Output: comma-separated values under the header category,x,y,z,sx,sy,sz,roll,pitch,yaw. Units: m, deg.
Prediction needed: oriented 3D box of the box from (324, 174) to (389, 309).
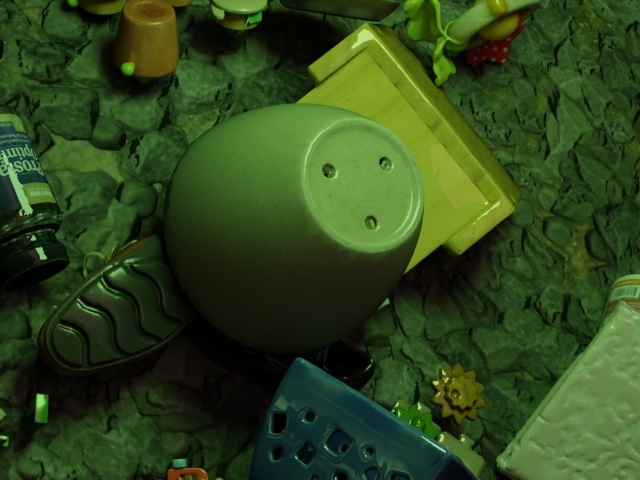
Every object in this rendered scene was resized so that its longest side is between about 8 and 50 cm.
category,x,y,z,sx,sy,sz,roll,pitch,yaw
box,0.000,0.000,1.815,0.101,0.060,0.244,-26,89,3

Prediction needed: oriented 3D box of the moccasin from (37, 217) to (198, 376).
category,x,y,z,sx,sy,sz,roll,pitch,yaw
moccasin,-0.228,0.051,1.705,0.139,0.147,0.380,54,51,-15

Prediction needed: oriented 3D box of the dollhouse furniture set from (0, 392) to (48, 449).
category,x,y,z,sx,sy,sz,roll,pitch,yaw
dollhouse furniture set,-0.413,0.210,1.573,0.152,0.058,0.076,10,64,-24

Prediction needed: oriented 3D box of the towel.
category,x,y,z,sx,sy,sz,roll,pitch,yaw
towel,0.477,0.294,1.891,0.332,0.053,0.317,32,101,-7

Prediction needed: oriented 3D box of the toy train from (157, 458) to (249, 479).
category,x,y,z,sx,sy,sz,roll,pitch,yaw
toy train,-0.143,0.360,1.661,0.125,0.046,0.166,-7,81,-2

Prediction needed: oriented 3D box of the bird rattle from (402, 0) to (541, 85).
category,x,y,z,sx,sy,sz,roll,pitch,yaw
bird rattle,0.267,-0.338,2.072,0.253,0.207,0.143,-9,76,-43

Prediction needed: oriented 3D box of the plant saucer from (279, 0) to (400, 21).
category,x,y,z,sx,sy,sz,roll,pitch,yaw
plant saucer,0.019,-0.353,1.926,0.199,0.198,0.036,5,100,-26

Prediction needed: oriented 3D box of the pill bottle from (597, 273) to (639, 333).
category,x,y,z,sx,sy,sz,roll,pitch,yaw
pill bottle,0.491,0.170,2.027,0.121,0.121,0.216,31,58,-12

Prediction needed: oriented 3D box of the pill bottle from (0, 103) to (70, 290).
category,x,y,z,sx,sy,sz,roll,pitch,yaw
pill bottle,-0.405,-0.053,1.655,0.123,0.123,0.219,-19,78,-33

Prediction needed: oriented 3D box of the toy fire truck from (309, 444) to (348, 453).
category,x,y,z,sx,sy,sz,roll,pitch,yaw
toy fire truck,0.063,0.340,1.772,0.192,0.047,0.135,3,70,-25

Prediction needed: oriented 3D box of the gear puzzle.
category,x,y,z,sx,sy,sz,roll,pitch,yaw
gear puzzle,0.147,0.315,1.763,0.175,0.044,0.339,36,62,-8

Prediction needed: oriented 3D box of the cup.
category,x,y,z,sx,sy,sz,roll,pitch,yaw
cup,-0.002,-0.038,1.626,0.331,0.237,0.331,7,74,-26

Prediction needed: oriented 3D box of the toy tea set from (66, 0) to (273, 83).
category,x,y,z,sx,sy,sz,roll,pitch,yaw
toy tea set,-0.197,-0.332,1.918,0.336,0.124,0.200,-17,47,-29

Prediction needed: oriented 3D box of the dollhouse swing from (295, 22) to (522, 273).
category,x,y,z,sx,sy,sz,roll,pitch,yaw
dollhouse swing,0.077,-0.099,1.968,0.347,0.305,0.315,51,14,1

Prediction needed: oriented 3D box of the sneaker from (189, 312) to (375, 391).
category,x,y,z,sx,sy,sz,roll,pitch,yaw
sneaker,-0.047,0.139,1.770,0.267,0.106,0.101,22,62,-16

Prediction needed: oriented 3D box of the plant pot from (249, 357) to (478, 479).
category,x,y,z,sx,sy,sz,roll,pitch,yaw
plant pot,0.034,0.310,1.588,0.236,0.236,0.212,28,80,24
